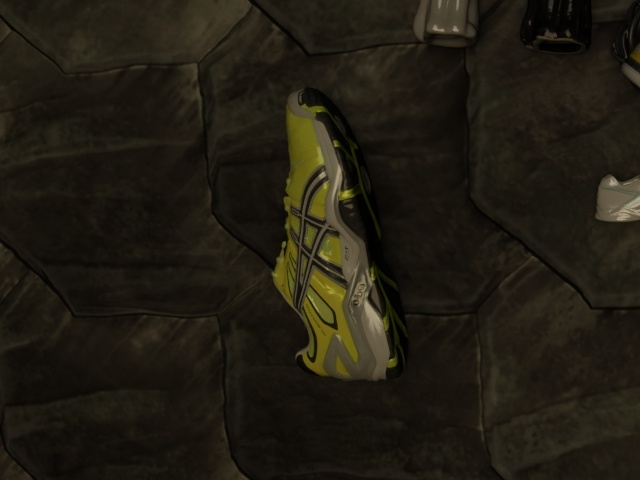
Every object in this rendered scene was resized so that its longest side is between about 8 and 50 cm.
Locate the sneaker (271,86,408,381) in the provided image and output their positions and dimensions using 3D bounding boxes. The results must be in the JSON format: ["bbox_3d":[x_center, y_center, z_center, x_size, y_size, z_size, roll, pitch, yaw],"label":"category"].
[{"bbox_3d":[0.000,0.000,1.194,0.147,0.145,0.384,-12,92,16],"label":"sneaker"}]

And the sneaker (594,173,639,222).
[{"bbox_3d":[0.405,-0.052,1.122,0.152,0.054,0.061,1,95,16],"label":"sneaker"}]

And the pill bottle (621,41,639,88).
[{"bbox_3d":[0.422,-0.228,1.021,0.103,0.103,0.184,39,109,7],"label":"pill bottle"}]

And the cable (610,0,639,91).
[{"bbox_3d":[0.435,-0.222,1.101,0.185,0.047,0.150,-5,101,12],"label":"cable"}]

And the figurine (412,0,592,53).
[{"bbox_3d":[0.223,-0.338,1.126,0.215,0.092,0.209,6,91,15],"label":"figurine"}]
